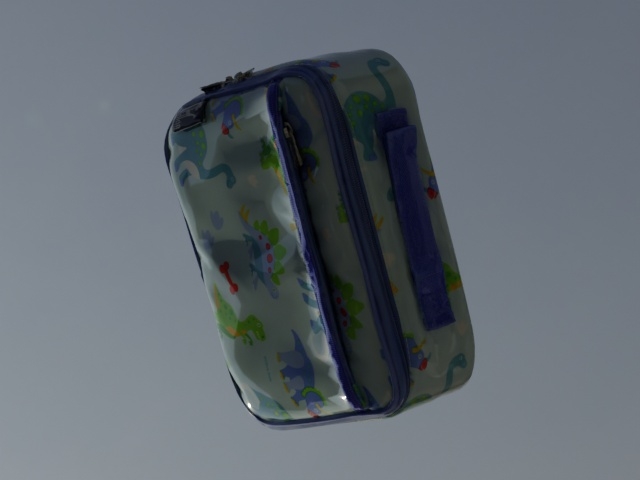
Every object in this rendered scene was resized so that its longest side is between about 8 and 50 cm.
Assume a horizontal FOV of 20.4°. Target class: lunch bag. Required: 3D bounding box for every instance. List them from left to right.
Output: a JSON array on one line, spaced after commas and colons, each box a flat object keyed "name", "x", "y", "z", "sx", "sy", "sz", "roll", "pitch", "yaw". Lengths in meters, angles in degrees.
[{"name": "lunch bag", "x": 0.000, "y": 0.000, "z": 1.062, "sx": 0.090, "sy": 0.176, "sz": 0.219, "roll": -17, "pitch": -84, "yaw": -38}]
